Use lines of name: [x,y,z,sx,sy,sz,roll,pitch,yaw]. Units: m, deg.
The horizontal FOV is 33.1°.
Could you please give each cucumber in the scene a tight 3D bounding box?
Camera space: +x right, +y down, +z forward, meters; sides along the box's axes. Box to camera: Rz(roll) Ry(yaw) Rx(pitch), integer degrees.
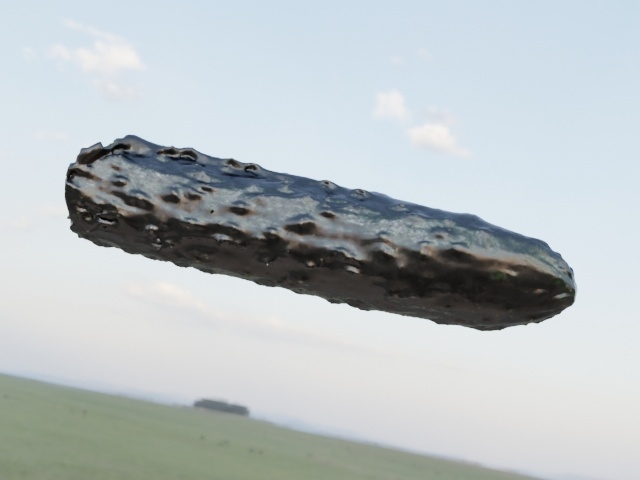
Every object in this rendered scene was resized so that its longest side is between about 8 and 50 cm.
cucumber: [0.000,0.000,0.646,0.303,0.072,0.081,14,-11,8]
